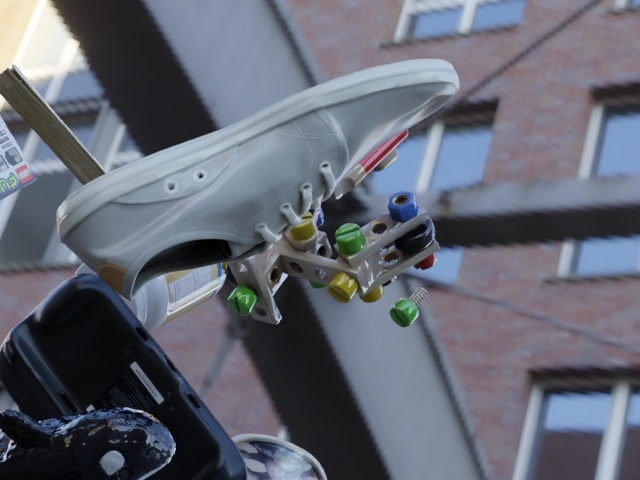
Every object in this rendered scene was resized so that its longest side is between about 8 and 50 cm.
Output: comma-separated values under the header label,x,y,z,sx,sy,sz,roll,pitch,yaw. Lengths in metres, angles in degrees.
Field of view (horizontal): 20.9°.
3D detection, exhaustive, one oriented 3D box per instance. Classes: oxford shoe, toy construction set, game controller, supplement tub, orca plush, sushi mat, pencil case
label,x,y,z,sx,sy,sz,roll,pitch,yaw
oxford shoe,-0.050,-0.062,1.805,0.449,0.130,0.169,-25,-13,-12
toy construction set,0.000,0.000,2.240,0.257,0.237,0.309,36,-32,16
game controller,-0.215,0.189,1.854,0.319,0.166,0.067,50,4,18
supplement tub,-0.247,0.052,2.519,0.144,0.200,0.144,16,-61,32
orca plush,-0.280,0.187,1.678,0.287,0.151,0.102,0,-49,41
sushi mat,-0.287,-0.087,2.143,0.316,0.019,0.151,49,-13,-8
pencil case,-0.117,0.335,2.141,0.183,0.160,0.410,37,-19,-8

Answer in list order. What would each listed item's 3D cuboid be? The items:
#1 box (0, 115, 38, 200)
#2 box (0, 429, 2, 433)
label,x,y,z,sx,sy,sz,roll,pitch,yaw
box,-0.508,-0.091,2.469,0.036,0.207,0.114,-24,-82,43
box,-0.402,0.285,2.053,0.094,0.137,0.027,22,9,-23
